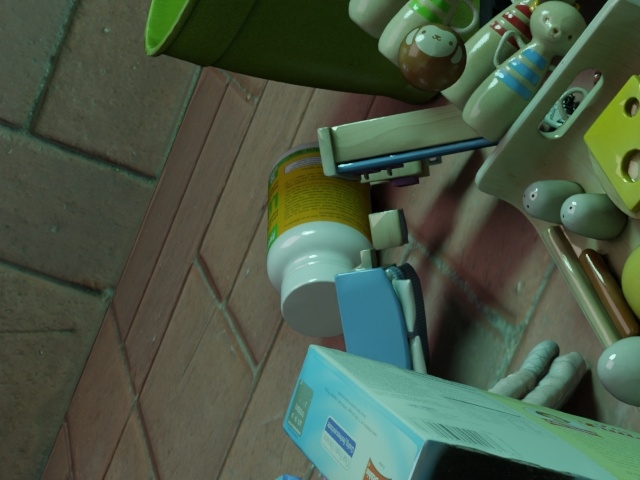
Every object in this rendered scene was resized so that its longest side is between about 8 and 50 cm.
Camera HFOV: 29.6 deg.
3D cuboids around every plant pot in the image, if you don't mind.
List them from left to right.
[{"bbox_3d":[0.014,-0.339,1.498,0.366,0.353,0.366,-55,24,40],"label":"plant pot"}]

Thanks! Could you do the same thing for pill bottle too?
[{"bbox_3d":[0.000,0.000,1.531,0.136,0.136,0.246,-56,24,37],"label":"pill bottle"}]

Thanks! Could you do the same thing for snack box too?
[{"bbox_3d":[0.156,0.142,0.666,0.187,0.321,0.060,-153,80,-72],"label":"snack box"}]

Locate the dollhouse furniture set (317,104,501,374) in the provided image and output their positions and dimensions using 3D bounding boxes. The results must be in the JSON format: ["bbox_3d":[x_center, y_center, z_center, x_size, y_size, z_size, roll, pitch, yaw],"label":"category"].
[{"bbox_3d":[0.138,0.026,1.229,0.286,0.198,0.303,-4,-95,-77],"label":"dollhouse furniture set"}]

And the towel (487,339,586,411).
[{"bbox_3d":[0.073,0.243,0.940,0.317,0.053,0.332,-19,-40,-62],"label":"towel"}]

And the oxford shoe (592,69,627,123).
[{"bbox_3d":[0.311,-0.208,0.971,0.130,0.123,0.348,-12,-60,-67],"label":"oxford shoe"}]

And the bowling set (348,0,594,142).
[{"bbox_3d":[0.150,-0.174,1.001,0.154,0.287,0.200,-52,-5,13],"label":"bowling set"}]

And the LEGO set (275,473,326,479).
[{"bbox_3d":[-0.010,0.327,1.311,0.093,0.087,0.227,-43,34,54],"label":"LEGO set"}]

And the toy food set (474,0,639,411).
[{"bbox_3d":[0.231,-0.007,0.866,0.220,0.092,0.306,-56,42,37],"label":"toy food set"}]

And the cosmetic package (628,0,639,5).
[{"bbox_3d":[0.309,-0.333,0.612,0.393,0.327,0.329,-43,33,55],"label":"cosmetic package"}]

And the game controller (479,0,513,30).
[{"bbox_3d":[0.199,-0.301,1.199,0.319,0.067,0.166,78,-152,-60],"label":"game controller"}]

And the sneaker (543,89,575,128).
[{"bbox_3d":[0.234,-0.128,1.172,0.037,0.032,0.083,-65,20,16],"label":"sneaker"}]
